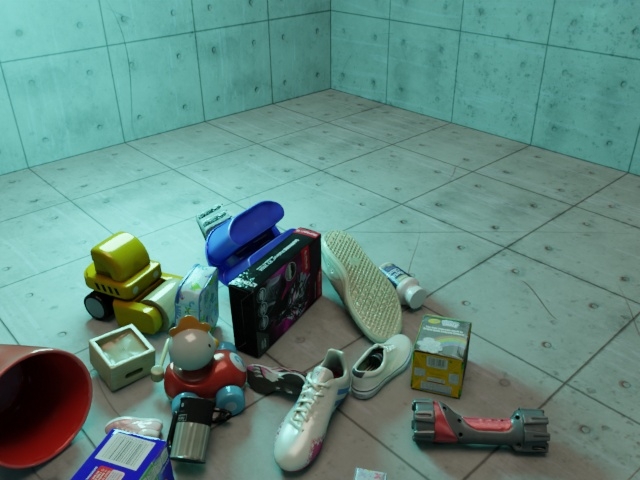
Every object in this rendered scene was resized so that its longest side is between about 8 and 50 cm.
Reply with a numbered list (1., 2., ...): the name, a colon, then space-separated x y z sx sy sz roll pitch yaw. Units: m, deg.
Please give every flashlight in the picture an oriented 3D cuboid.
1. flashlight: 0.366 0.422 1.397 0.304 0.103 0.103 0 27 4

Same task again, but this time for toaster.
1. toaster: -0.353 -0.022 2.128 0.110 0.185 0.168 -25 31 -12

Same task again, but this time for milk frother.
1. milk frother: -0.272 0.444 1.388 0.143 0.129 0.134 19 61 -23

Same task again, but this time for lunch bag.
1. lunch bag: 0.101 0.528 1.265 0.071 0.053 0.083 6 39 15
2. lunch bag: -0.347 0.187 1.710 0.090 0.219 0.176 11 33 8

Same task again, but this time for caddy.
1. caddy: -0.223 0.019 1.991 0.179 0.241 0.341 -34 2 43

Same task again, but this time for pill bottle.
1. pill bottle: 0.252 0.144 1.896 0.094 0.094 0.169 -19 34 -29

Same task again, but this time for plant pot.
1. plant pot: -0.720 0.358 1.399 0.243 0.275 0.275 8 29 34

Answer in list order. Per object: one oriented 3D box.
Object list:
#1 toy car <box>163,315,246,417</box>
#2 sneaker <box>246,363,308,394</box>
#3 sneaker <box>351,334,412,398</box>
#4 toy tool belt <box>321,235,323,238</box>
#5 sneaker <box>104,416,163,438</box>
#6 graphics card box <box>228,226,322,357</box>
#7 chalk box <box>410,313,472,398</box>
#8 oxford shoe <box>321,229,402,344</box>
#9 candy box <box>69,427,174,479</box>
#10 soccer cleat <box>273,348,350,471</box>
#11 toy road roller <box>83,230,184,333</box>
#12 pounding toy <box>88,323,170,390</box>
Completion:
1. toy car: -0.295 0.288 1.510 0.210 0.238 0.219 -7 30 -11
2. sneaker: -0.108 0.361 1.569 0.178 0.072 0.077 9 5 24
3. sneaker: 0.171 0.314 1.600 0.094 0.091 0.258 17 34 29
4. toy tool belt: 0.000 0.000 2.201 0.083 0.051 0.052 -11 31 -16
5. sneaker: -0.441 0.453 1.409 0.134 0.051 0.070 0 24 -6
6. graphics card box: -0.120 0.143 1.770 0.094 0.233 0.371 16 33 27
7. chalk box: 0.326 0.290 1.603 0.132 0.132 0.213 9 30 18
8. oxford shoe: 0.117 0.152 1.872 0.169 0.130 0.449 -8 45 -25
9. candy box: -0.349 0.529 1.004 0.122 0.317 0.268 10 32 16
10. soccer cleat: -0.022 0.386 1.426 0.116 0.143 0.331 11 32 20
11. toy road roller: -0.559 0.117 1.816 0.329 0.240 0.202 12 32 22
12. pounding toy: -0.483 0.326 1.606 0.181 0.094 0.206 -21 44 -39
